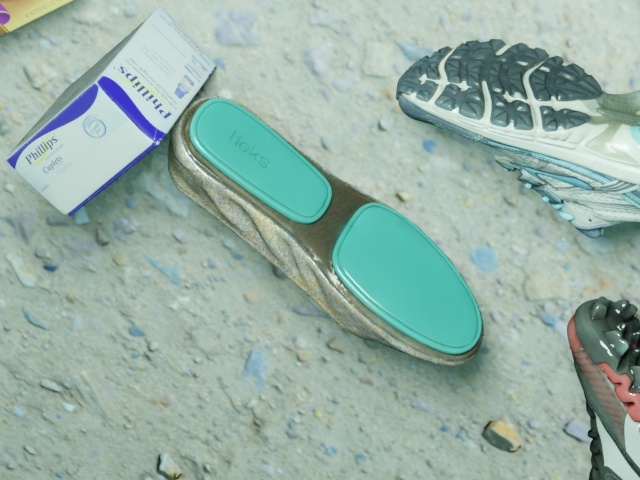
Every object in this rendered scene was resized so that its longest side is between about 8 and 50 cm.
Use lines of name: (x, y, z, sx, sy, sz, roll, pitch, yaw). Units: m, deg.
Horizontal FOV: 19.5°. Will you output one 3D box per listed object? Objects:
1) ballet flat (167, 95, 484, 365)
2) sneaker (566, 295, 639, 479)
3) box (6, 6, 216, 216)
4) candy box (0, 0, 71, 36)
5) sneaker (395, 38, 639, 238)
ballet flat: (0.000, 0.000, 1.564, 0.316, 0.107, 0.106, 42, 148, -2)
sneaker: (0.263, 0.171, 1.556, 0.135, 0.097, 0.276, -22, 113, 30)
box: (-0.169, -0.105, 1.523, 0.072, 0.137, 0.126, 46, 127, -12)
candy box: (-0.289, -0.221, 1.549, 0.187, 0.053, 0.109, -20, 113, 30)
sneaker: (0.188, -0.061, 1.427, 0.283, 0.110, 0.122, 17, 130, 11)
